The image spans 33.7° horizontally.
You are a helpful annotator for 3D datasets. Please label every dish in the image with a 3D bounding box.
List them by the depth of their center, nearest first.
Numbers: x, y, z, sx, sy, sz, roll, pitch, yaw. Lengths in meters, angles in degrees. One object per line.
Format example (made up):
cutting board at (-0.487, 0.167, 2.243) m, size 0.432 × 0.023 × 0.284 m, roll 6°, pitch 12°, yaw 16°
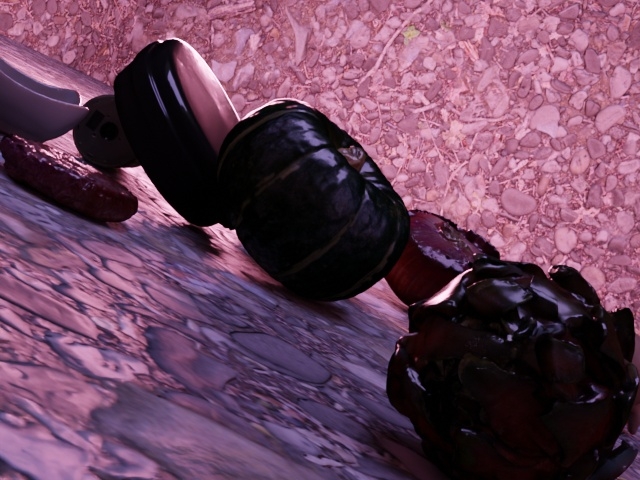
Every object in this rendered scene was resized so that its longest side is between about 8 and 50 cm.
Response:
dish at (-0.377, -0.176, 1.318) m, size 0.151 × 0.077 × 0.212 m, roll 28°, pitch 4°, yaw -20°

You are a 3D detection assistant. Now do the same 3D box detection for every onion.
onion at (0.201, 0.052, 1.742) m, size 0.248 × 0.161 × 0.248 m, roll 19°, pitch 10°, yaw -3°

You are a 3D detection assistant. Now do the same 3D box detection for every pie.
pie at (-0.245, -0.060, 1.029) m, size 0.154 × 0.036 × 0.154 m, roll 28°, pitch 4°, yaw -2°

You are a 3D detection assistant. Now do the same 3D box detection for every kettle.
kettle at (-0.267, -0.144, 1.474) m, size 0.127 × 0.098 × 0.148 m, roll 7°, pitch 1°, yaw 2°

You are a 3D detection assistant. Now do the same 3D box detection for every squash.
squash at (-0.009, -0.049, 1.235) m, size 0.252 × 0.165 × 0.252 m, roll 44°, pitch 20°, yaw -21°

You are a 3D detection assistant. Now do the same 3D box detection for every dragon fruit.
dragon fruit at (0.134, 0.095, 0.731) m, size 0.182 × 0.182 × 0.188 m, roll 33°, pitch -34°, yaw 47°

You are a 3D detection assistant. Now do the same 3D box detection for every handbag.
handbag at (-0.172, -0.138, 1.387) m, size 0.253 × 0.093 × 0.308 m, roll 61°, pitch 9°, yaw -17°

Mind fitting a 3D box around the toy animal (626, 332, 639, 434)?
toy animal at (0.400, 0.174, 1.636) m, size 0.250 × 0.166 × 0.154 m, roll 27°, pitch 32°, yaw 28°
